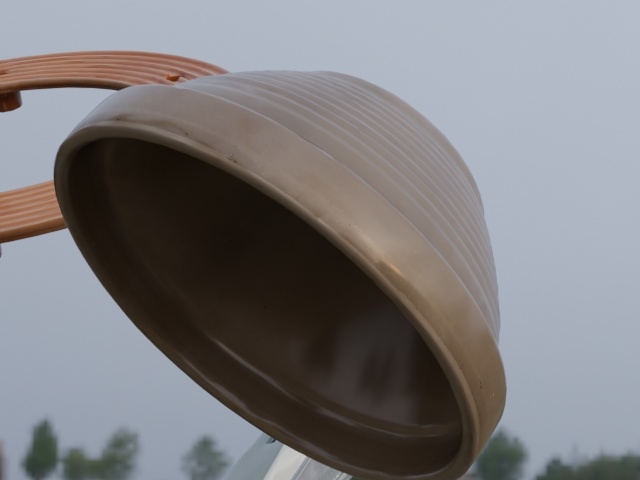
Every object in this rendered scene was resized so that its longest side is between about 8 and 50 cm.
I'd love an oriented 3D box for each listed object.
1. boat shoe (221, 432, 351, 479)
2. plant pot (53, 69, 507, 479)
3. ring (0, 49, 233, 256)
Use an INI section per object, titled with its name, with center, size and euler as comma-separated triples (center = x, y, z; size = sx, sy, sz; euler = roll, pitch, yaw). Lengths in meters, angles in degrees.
[boat shoe]
center = -0.010, 0.165, 1.145
size = 0.081, 0.227, 0.079
euler = 44, -22, -13
[plant pot]
center = 0.000, 0.000, 0.801
size = 0.237, 0.110, 0.237
euler = 31, -28, 19
[ring]
center = -0.204, -0.053, 1.058
size = 0.336, 0.032, 0.336
euler = -7, 23, 3
